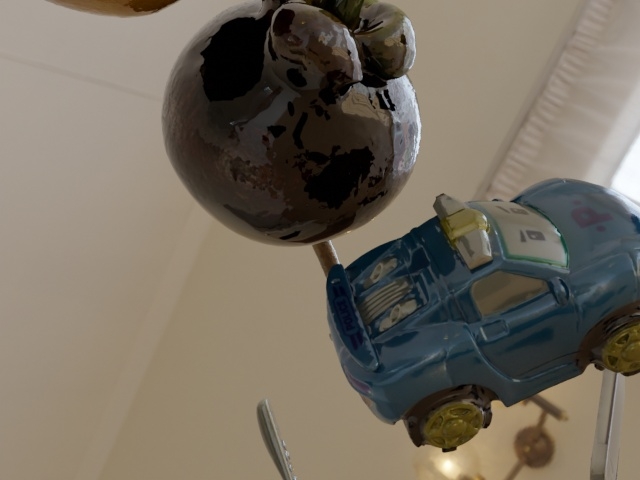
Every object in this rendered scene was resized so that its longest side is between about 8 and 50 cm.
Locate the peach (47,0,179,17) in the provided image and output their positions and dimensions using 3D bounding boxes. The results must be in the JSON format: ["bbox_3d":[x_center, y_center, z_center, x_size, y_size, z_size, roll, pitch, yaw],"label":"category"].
[{"bbox_3d":[-0.201,-0.358,0.727,0.332,0.308,0.308,-78,-2,-57],"label":"peach"}]

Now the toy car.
[{"bbox_3d":[0.153,0.036,0.705,0.314,0.198,0.166,-24,-54,6],"label":"toy car"}]

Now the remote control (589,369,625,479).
[{"bbox_3d":[0.373,0.245,1.050,0.245,0.022,0.077,-59,-44,-46],"label":"remote control"}]

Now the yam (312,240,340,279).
[{"bbox_3d":[0.000,0.000,1.210,0.032,0.032,0.145,-31,-73,-31],"label":"yam"}]

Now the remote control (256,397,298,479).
[{"bbox_3d":[-0.051,0.303,1.091,0.027,0.184,0.050,-21,-11,0],"label":"remote control"}]

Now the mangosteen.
[{"bbox_3d":[-0.026,-0.137,0.887,0.297,0.297,0.313,-42,3,-18],"label":"mangosteen"}]
